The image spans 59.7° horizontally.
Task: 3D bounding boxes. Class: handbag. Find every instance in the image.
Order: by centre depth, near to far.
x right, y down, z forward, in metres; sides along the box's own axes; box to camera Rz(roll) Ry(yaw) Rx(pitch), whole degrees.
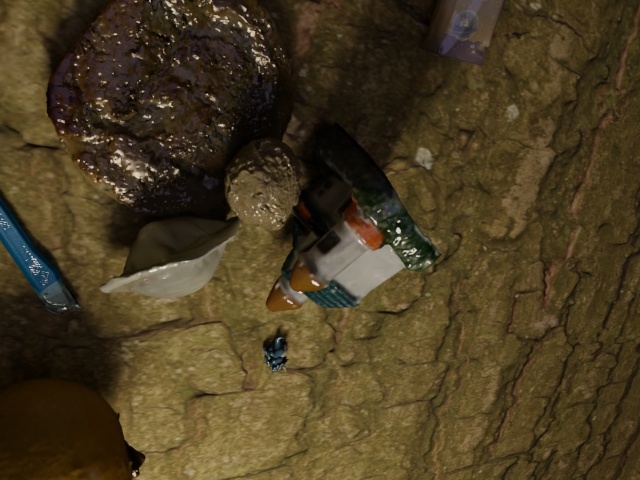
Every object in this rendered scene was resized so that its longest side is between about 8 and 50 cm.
[{"bbox_3d":[0.249,-0.389,0.931,0.117,0.095,0.173,0,116,-33],"label":"handbag"}]

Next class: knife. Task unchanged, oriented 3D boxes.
[{"bbox_3d":[-0.429,-0.004,0.789,0.044,0.026,0.296,-29,122,-17],"label":"knife"}]

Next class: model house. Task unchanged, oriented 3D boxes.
[{"bbox_3d":[0.000,0.000,0.901,0.301,0.271,0.190,-42,128,10],"label":"model house"}]

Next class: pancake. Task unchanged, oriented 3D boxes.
[{"bbox_3d":[-0.196,-0.194,0.800,0.357,0.065,0.355,-12,119,-22],"label":"pancake"}]

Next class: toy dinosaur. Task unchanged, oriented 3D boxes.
[{"bbox_3d":[-0.084,0.222,1.085,0.047,0.030,0.083,-18,122,-22],"label":"toy dinosaur"}]

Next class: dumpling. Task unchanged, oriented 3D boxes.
[{"bbox_3d":[-0.215,0.024,0.837,0.216,0.166,0.125,-2,86,-25],"label":"dumpling"}]

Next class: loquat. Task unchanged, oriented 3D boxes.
[{"bbox_3d":[-0.404,0.347,0.829,0.275,0.275,0.274,-12,119,-24],"label":"loquat"}]

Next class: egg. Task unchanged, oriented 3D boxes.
[{"bbox_3d":[-0.085,-0.084,0.828,0.118,0.116,0.140,10,112,-10],"label":"egg"}]
